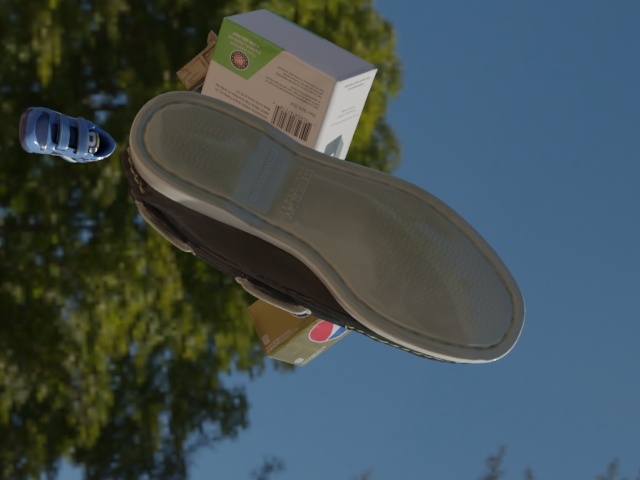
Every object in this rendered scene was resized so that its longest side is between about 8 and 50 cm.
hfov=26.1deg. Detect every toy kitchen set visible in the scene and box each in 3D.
[{"bbox_3d":[-0.162,-0.252,1.979,0.075,0.083,0.068,-39,-112,7],"label":"toy kitchen set"}]

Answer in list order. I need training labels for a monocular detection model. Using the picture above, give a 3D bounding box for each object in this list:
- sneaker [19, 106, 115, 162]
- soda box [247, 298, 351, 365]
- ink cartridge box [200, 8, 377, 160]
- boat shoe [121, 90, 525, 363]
[{"bbox_3d":[-0.285,-0.119,1.551,0.059,0.144,0.053,6,-91,23],"label":"sneaker"},{"bbox_3d":[0.022,0.042,1.287,0.181,0.061,0.058,-39,-123,22],"label":"soda box"},{"bbox_3d":[-0.067,-0.155,1.922,0.198,0.115,0.273,31,-60,20],"label":"ink cartridge box"},{"bbox_3d":[0.000,0.000,0.972,0.302,0.114,0.091,34,-28,5],"label":"boat shoe"}]
